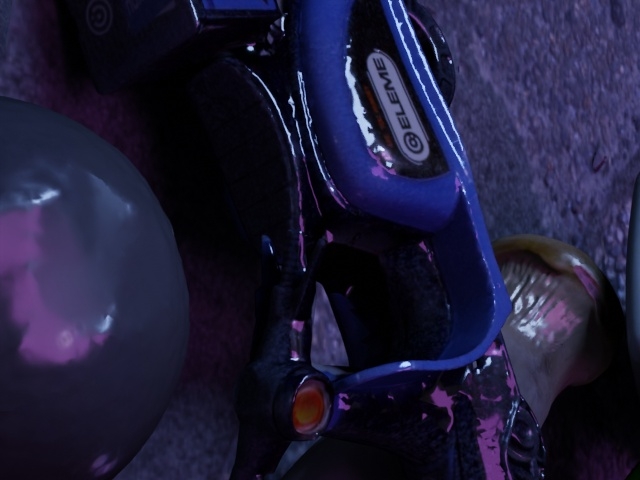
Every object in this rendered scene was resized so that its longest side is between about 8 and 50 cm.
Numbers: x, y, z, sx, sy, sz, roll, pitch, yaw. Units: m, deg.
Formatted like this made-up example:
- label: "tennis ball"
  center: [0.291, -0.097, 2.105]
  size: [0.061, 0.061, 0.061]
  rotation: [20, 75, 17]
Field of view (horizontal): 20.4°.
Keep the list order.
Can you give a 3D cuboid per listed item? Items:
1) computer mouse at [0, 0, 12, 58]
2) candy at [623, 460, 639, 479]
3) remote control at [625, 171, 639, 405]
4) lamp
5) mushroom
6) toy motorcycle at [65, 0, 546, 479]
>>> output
- label: "computer mouse"
  center: [-0.185, -0.155, 0.798]
  size: [0.113, 0.068, 0.229]
  rotation: [8, 91, -62]
- label: "candy"
  center: [0.211, 0.186, 1.187]
  size: [0.102, 0.032, 0.178]
  rotation: [-3, 133, -51]
- label: "remote control"
  center: [0.243, 0.064, 1.205]
  size: [0.296, 0.056, 0.140]
  rotation: [57, 38, -64]
- label: "lamp"
  center: [-0.200, 0.021, 0.699]
  size: [0.313, 0.182, 0.182]
  rotation: [9, 79, -34]
- label: "mushroom"
  center: [0.075, 0.131, 1.053]
  size: [0.329, 0.122, 0.159]
  rotation: [-49, 147, -41]
- label: "toy motorcycle"
  center: [0.000, 0.000, 0.908]
  size: [0.212, 0.125, 0.359]
  rotation: [-9, 75, -48]
